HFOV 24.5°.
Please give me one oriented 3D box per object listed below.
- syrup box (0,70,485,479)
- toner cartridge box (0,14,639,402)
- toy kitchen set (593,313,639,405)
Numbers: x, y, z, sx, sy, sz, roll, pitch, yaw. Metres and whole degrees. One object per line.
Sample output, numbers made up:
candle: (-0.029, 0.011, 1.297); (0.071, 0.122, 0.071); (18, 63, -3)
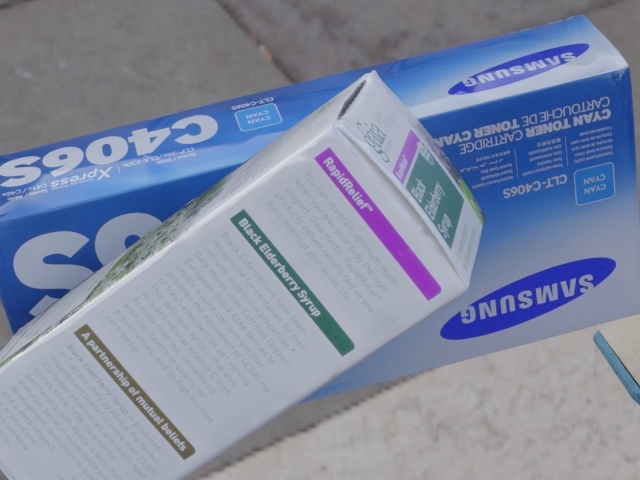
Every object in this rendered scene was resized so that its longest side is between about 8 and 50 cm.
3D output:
syrup box: (-0.045, 0.033, 0.683); (0.237, 0.096, 0.093); (-34, 11, 21)
toner cartridge box: (0.000, 0.000, 0.818); (0.348, 0.165, 0.075); (-15, 34, -5)
toy kitchen set: (0.244, 0.177, 1.016); (0.207, 0.166, 0.122); (40, 9, -11)
